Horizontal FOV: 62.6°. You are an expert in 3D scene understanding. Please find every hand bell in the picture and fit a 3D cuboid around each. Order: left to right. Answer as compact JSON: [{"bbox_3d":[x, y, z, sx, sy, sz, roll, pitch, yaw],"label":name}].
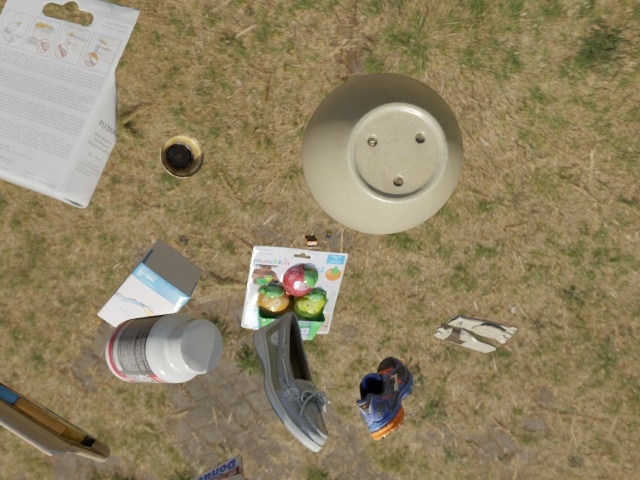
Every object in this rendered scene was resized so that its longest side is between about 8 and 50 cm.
[{"bbox_3d":[-0.450,-0.259,1.619,0.126,0.242,0.126,-4,100,-26],"label":"hand bell"}]

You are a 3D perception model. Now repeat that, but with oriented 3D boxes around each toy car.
[{"bbox_3d":[0.000,0.000,1.795,0.122,0.060,0.041,-11,115,-30],"label":"toy car"}]

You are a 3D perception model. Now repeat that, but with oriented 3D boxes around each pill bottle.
[{"bbox_3d":[-0.401,0.278,1.360,0.318,0.176,0.176,-13,109,40],"label":"pill bottle"}]

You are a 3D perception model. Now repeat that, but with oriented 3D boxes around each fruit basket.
[{"bbox_3d":[-0.093,0.186,1.822,0.326,0.165,0.353,6,125,-13],"label":"fruit basket"}]

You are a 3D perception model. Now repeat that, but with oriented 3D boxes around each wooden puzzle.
[{"bbox_3d":[-0.501,0.325,0.953,0.220,0.239,0.044,27,68,10],"label":"wooden puzzle"}]

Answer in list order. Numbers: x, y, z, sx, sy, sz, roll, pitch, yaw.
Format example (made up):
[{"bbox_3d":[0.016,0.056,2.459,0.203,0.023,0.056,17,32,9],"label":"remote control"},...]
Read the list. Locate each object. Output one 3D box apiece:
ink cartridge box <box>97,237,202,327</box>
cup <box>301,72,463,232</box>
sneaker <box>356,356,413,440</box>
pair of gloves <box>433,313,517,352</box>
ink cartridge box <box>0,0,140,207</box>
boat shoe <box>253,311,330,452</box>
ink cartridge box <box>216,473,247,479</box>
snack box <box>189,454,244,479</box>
[{"bbox_3d":[-0.580,0.178,1.810,0.197,0.198,0.270,40,109,-15],"label":"ink cartridge box"},{"bbox_3d":[0.125,-0.160,0.985,0.330,0.237,0.331,0,99,0],"label":"cup"},{"bbox_3d":[0.123,0.283,1.021,0.083,0.221,0.087,-35,97,19],"label":"sneaker"},{"bbox_3d":[0.483,0.291,1.672,0.204,0.042,0.240,16,153,-1],"label":"pair of gloves"},{"bbox_3d":[-0.323,-0.176,0.627,0.189,0.066,0.232,19,79,13],"label":"ink cartridge box"},{"bbox_3d":[-0.052,0.284,1.100,0.103,0.320,0.118,-37,129,7],"label":"boat shoe"},{"bbox_3d":[-0.165,0.553,0.964,0.115,0.067,0.198,26,102,42],"label":"ink cartridge box"},{"bbox_3d":[-0.239,0.524,1.117,0.178,0.064,0.022,-31,123,11],"label":"snack box"}]
